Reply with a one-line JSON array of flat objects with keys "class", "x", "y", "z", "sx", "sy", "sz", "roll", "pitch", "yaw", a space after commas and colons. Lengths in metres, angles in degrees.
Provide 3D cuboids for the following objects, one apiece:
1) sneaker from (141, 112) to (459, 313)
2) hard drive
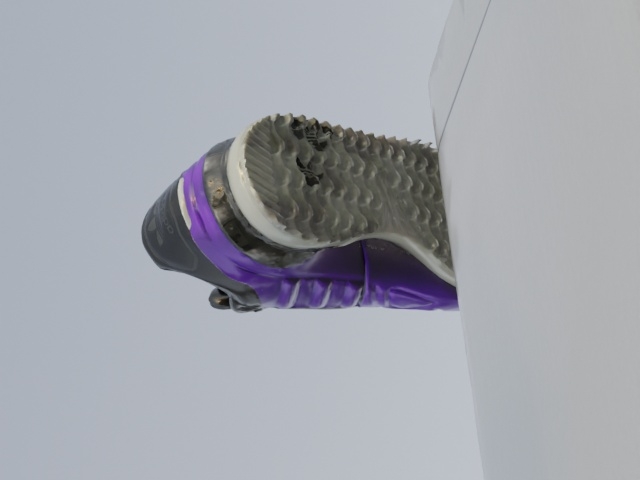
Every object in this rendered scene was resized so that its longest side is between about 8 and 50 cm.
[{"class": "sneaker", "x": 0.000, "y": -0.001, "z": 1.057, "sx": 0.293, "sy": 0.146, "sz": 0.102, "roll": 17, "pitch": -126, "yaw": -48}, {"class": "hard drive", "x": 0.092, "y": 0.042, "z": 0.462, "sx": 0.047, "sy": 0.233, "sz": 0.353, "roll": -2, "pitch": -118, "yaw": -10}]
